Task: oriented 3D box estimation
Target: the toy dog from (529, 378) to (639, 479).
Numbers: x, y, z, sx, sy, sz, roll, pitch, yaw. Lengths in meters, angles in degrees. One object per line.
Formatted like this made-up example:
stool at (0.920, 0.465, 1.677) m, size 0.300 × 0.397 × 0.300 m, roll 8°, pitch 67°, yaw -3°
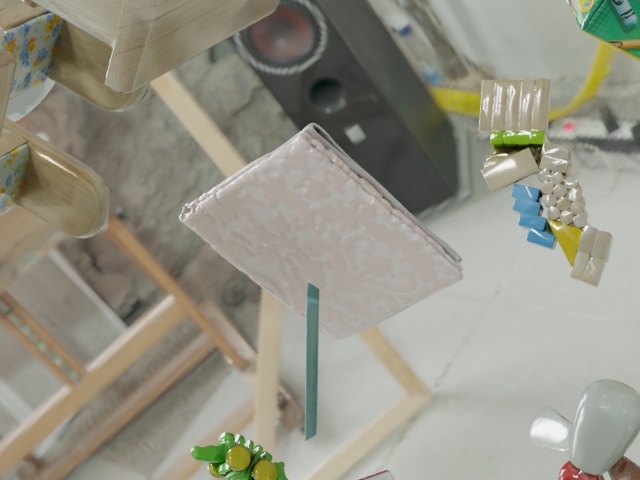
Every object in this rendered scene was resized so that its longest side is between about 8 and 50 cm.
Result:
toy dog at (0.300, 0.298, 1.399) m, size 0.161 × 0.220 × 0.334 m, roll -24°, pitch -20°, yaw -52°

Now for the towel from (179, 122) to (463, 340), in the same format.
towel at (0.000, 0.000, 1.823) m, size 0.317 × 0.332 × 0.053 m, roll -31°, pitch 26°, yaw 43°

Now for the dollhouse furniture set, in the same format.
dollhouse furniture set at (-0.213, -0.070, 0.792) m, size 0.362 × 0.256 × 0.394 m, roll -44°, pitch -19°, yaw -55°

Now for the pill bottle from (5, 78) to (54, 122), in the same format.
pill bottle at (-0.533, -0.322, 1.608) m, size 0.392 × 0.224 × 0.224 m, roll 33°, pitch 69°, yaw 17°

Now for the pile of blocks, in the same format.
pile of blocks at (0.348, -0.086, 1.932) m, size 0.149 × 0.112 × 0.362 m, roll -22°, pitch 77°, yaw 14°

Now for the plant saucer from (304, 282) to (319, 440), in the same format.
plant saucer at (-0.011, 0.154, 1.559) m, size 0.018 × 0.192 × 0.067 m, roll 0°, pitch 15°, yaw 0°

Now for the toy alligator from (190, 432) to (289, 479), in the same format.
toy alligator at (-0.068, 0.273, 1.459) m, size 0.056 × 0.189 × 0.051 m, roll -34°, pitch 31°, yaw 51°

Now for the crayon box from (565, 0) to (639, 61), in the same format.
crayon box at (0.427, -0.263, 1.481) m, size 0.081 × 0.278 × 0.165 m, roll -57°, pitch 22°, yaw 29°

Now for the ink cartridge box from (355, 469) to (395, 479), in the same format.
ink cartridge box at (0.023, 0.302, 1.255) m, size 0.099 × 0.135 × 0.056 m, roll -14°, pitch 56°, yaw -27°
